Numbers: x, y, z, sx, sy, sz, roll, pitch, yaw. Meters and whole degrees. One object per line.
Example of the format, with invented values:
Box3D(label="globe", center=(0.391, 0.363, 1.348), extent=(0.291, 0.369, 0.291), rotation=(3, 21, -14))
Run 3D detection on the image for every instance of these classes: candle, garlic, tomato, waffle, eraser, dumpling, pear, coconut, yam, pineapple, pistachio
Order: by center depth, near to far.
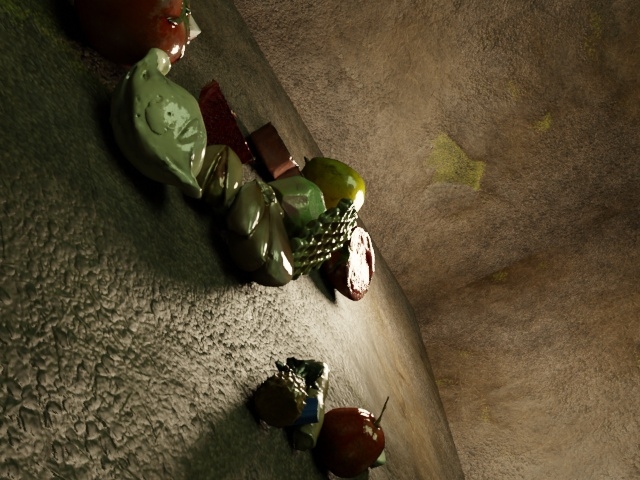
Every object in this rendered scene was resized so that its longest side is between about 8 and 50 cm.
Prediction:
Box3D(label="dumpling", center=(-0.349, -0.225, 1.134), extent=(0.243, 0.187, 0.318), rotation=(-19, -95, 63))
Box3D(label="pineapple", center=(-0.065, 0.318, 1.166), extent=(0.119, 0.111, 0.237), rotation=(37, 11, 4))
Box3D(label="tomato", center=(-0.409, -0.508, 1.170), extent=(0.265, 0.264, 0.265), rotation=(58, 13, -22))
Box3D(label="eraser", center=(-0.045, 0.379, 1.181), extent=(0.063, 0.084, 0.027), rotation=(-80, 162, -72))
Box3D(label="yam", center=(-0.018, 0.393, 1.298), extent=(0.317, 0.067, 0.071), rotation=(-68, 157, -72))
Box3D(label="pistachio", center=(-0.257, -0.163, 1.326), extent=(0.144, 0.143, 0.215), rotation=(55, 11, -31))
Box3D(label="garlic", center=(-0.156, -0.003, 1.389), extent=(0.279, 0.132, 0.325), rotation=(56, 21, -36))
Box3D(label="waffle", center=(0.000, 0.000, 1.639), extent=(0.056, 0.291, 0.309), rotation=(47, -14, 17))
Box3D(label="coconut", center=(-0.102, -0.089, 1.655), extent=(0.205, 0.236, 0.236), rotation=(55, 8, 24))
Box3D(label="candle", center=(-0.182, -0.327, 2.018), extent=(0.287, 0.131, 0.317), rotation=(62, 1, 27))
Box3D(label="tomato", center=(0.095, 0.090, 2.177), extent=(0.309, 0.170, 0.309), rotation=(-25, 119, -58))
Box3D(label="pear", center=(0.046, -0.246, 2.466), extent=(0.375, 0.287, 0.287), rotation=(48, 13, 0))

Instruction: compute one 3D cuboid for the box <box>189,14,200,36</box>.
Box3D(label="box", center=(-0.488, -0.751, 1.740), extent=(0.199, 0.081, 0.135), rotation=(61, 12, -16))

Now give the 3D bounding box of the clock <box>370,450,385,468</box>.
Box3D(label="clock", center=(0.116, 0.563, 1.511), extent=(0.191, 0.062, 0.152), rotation=(42, 25, -57))

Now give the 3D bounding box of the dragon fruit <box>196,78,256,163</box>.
Box3D(label="dragon fruit", center=(-0.302, -0.335, 1.567), extent=(0.161, 0.126, 0.274), rotation=(-117, -178, -53))

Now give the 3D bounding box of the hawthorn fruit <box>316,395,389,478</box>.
Box3D(label="hawthorn fruit", center=(0.091, 0.467, 1.277), extent=(0.163, 0.203, 0.163), rotation=(61, 12, -23))
